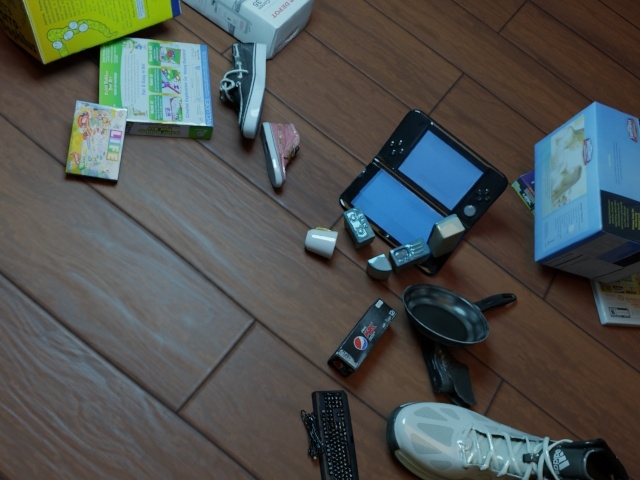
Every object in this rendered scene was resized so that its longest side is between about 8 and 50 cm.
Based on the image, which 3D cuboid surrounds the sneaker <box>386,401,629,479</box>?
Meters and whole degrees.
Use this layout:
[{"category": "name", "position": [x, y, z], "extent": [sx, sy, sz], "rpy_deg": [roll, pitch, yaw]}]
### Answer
[{"category": "sneaker", "position": [0.364, 0.385, 1.181], "extent": [0.448, 0.257, 0.169], "rpy_deg": [20, 58, -7]}]

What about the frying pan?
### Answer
[{"category": "frying pan", "position": [0.298, 0.145, 1.410], "extent": [0.197, 0.053, 0.326], "rpy_deg": [32, 29, 20]}]

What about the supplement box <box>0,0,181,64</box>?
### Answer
[{"category": "supplement box", "position": [-0.523, -0.569, 1.411], "extent": [0.357, 0.195, 0.194], "rpy_deg": [-34, 54, -30]}]

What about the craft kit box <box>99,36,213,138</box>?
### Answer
[{"category": "craft kit box", "position": [-0.380, -0.353, 1.457], "extent": [0.247, 0.061, 0.249], "rpy_deg": [2, 62, -20]}]

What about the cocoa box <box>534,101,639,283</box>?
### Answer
[{"category": "cocoa box", "position": [0.673, -0.108, 1.520], "extent": [0.228, 0.231, 0.346], "rpy_deg": [16, 65, -16]}]

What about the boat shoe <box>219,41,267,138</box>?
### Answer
[{"category": "boat shoe", "position": [-0.185, -0.364, 1.495], "extent": [0.105, 0.113, 0.306], "rpy_deg": [6, 58, -9]}]

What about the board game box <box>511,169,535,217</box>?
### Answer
[{"category": "board game box", "position": [0.613, -0.128, 1.674], "extent": [0.170, 0.048, 0.141], "rpy_deg": [-23, 73, -28]}]

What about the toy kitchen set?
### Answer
[{"category": "toy kitchen set", "position": [0.177, -0.030, 1.395], "extent": [0.207, 0.122, 0.166], "rpy_deg": [-23, 70, -10]}]

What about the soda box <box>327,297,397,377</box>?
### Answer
[{"category": "soda box", "position": [0.088, 0.200, 1.307], "extent": [0.053, 0.060, 0.169], "rpy_deg": [41, 57, 4]}]

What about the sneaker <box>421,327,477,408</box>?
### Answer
[{"category": "sneaker", "position": [0.273, 0.269, 1.340], "extent": [0.089, 0.051, 0.170], "rpy_deg": [8, 55, -26]}]

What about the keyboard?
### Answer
[{"category": "keyboard", "position": [0.021, 0.378, 1.200], "extent": [0.100, 0.038, 0.191], "rpy_deg": [1, 61, -18]}]

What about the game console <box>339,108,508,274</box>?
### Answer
[{"category": "game console", "position": [0.240, -0.115, 1.474], "extent": [0.293, 0.250, 0.173], "rpy_deg": [39, 31, 4]}]

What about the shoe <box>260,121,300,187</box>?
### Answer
[{"category": "shoe", "position": [-0.084, -0.202, 1.467], "extent": [0.081, 0.063, 0.177], "rpy_deg": [-5, 60, -16]}]

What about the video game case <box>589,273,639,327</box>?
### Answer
[{"category": "video game case", "position": [0.789, 0.122, 1.610], "extent": [0.227, 0.026, 0.206], "rpy_deg": [5, 61, -15]}]

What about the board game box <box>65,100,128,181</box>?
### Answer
[{"category": "board game box", "position": [-0.467, -0.207, 1.327], "extent": [0.104, 0.026, 0.154], "rpy_deg": [7, 84, -15]}]

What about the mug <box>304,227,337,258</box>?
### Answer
[{"category": "mug", "position": [-0.001, 0.003, 1.395], "extent": [0.064, 0.078, 0.062], "rpy_deg": [14, 91, -1]}]

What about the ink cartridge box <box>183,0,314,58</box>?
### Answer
[{"category": "ink cartridge box", "position": [-0.181, -0.634, 1.640], "extent": [0.283, 0.117, 0.207], "rpy_deg": [35, 57, 2]}]
